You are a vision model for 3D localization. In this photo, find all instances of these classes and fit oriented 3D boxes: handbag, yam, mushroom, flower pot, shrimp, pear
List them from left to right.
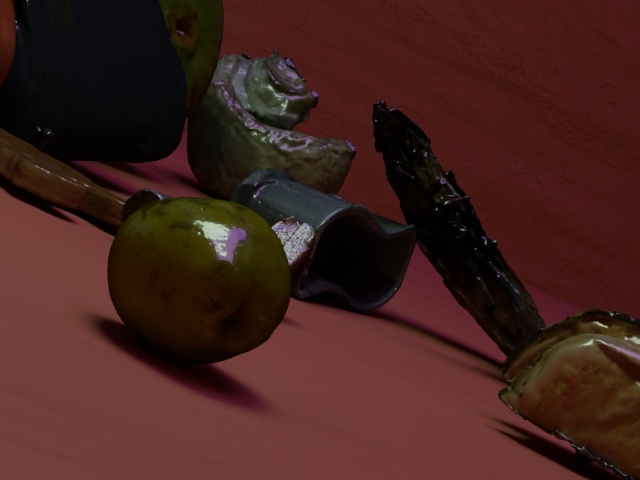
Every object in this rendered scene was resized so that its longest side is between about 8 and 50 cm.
[{"bbox_3d":[-0.274,-0.209,1.894,0.275,0.178,0.302,37,19,25],"label":"handbag"},{"bbox_3d":[-0.119,-0.007,1.570,0.054,0.054,0.132,27,3,29],"label":"yam"},{"bbox_3d":[-0.074,0.022,1.113,0.107,0.107,0.131,23,9,-29],"label":"pear"},{"bbox_3d":[-0.102,-0.134,2.457,0.164,0.189,0.267,-6,51,-43],"label":"mushroom"},{"bbox_3d":[0.000,0.000,1.823,0.108,0.103,0.229,26,4,25],"label":"flower pot"},{"bbox_3d":[0.159,0.017,1.871,0.365,0.071,0.233,58,-5,-24],"label":"shrimp"}]

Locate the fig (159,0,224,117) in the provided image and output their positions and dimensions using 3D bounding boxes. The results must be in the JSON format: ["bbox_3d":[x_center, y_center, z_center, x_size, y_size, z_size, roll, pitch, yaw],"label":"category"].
[{"bbox_3d":[-0.288,-0.259,2.245,0.316,0.316,0.316,25,4,-2],"label":"fig"}]

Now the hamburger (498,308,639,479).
[{"bbox_3d":[0.269,0.140,1.461,0.262,0.131,0.124,31,6,15],"label":"hamburger"}]

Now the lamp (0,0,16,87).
[{"bbox_3d":[-0.366,-0.200,1.653,0.188,0.163,0.187,1,8,0],"label":"lamp"}]

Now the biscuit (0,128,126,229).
[{"bbox_3d":[-0.256,-0.064,1.621,0.236,0.040,0.144,26,-4,45],"label":"biscuit"}]

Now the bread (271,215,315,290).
[{"bbox_3d":[-0.045,0.032,1.520,0.043,0.109,0.062,30,-38,13],"label":"bread"}]
